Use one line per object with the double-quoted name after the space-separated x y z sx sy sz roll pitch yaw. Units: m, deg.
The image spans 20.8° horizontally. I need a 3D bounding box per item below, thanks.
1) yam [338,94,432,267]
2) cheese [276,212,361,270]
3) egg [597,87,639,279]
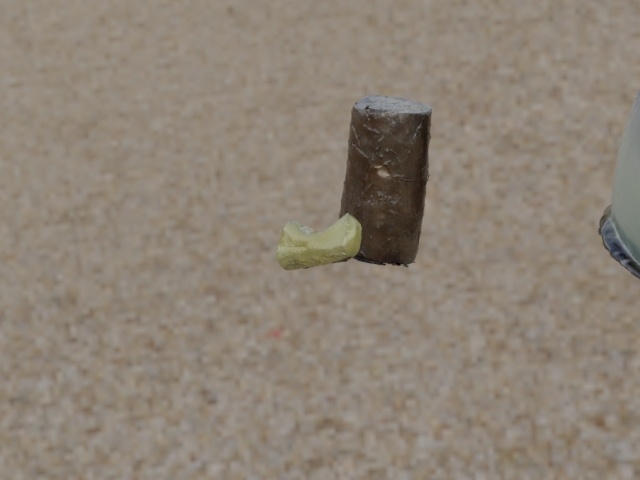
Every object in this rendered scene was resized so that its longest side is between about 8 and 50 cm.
0.056 -0.052 1.533 0.079 0.141 0.079 6 12 -1 "yam"
0.000 0.000 1.420 0.083 0.044 0.030 -13 -20 42 "cheese"
0.469 -0.111 1.611 0.354 0.340 0.354 13 25 -6 "egg"
